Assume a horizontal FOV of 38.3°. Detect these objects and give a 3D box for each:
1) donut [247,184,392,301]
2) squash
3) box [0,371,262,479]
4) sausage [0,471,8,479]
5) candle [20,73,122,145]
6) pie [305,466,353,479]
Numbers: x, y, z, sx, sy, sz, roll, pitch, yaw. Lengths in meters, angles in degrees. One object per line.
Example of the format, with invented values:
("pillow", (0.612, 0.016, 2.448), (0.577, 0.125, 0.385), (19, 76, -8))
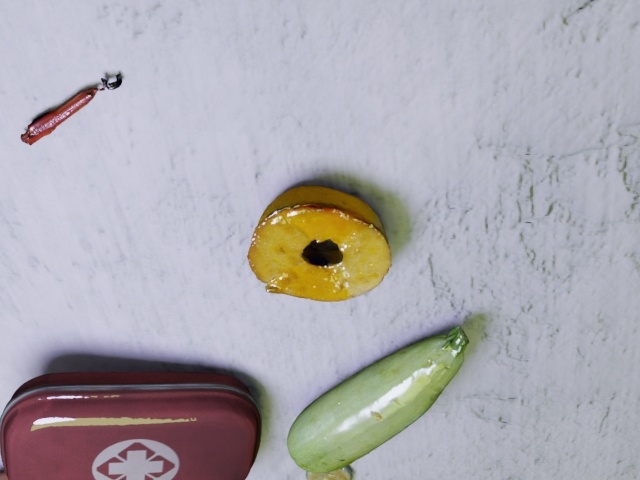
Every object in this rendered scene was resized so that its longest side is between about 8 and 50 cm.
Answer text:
("donut", (0.000, 0.001, 1.222), (0.190, 0.074, 0.174), (4, 129, -3))
("squash", (0.092, 0.243, 1.394), (0.118, 0.118, 0.370), (38, 120, -24))
("box", (-0.294, 0.315, 1.447), (0.404, 0.108, 0.263), (0, 129, -12))
("sausage", (-0.630, 0.481, 1.651), (0.419, 0.094, 0.094), (-20, 109, 8))
("candle", (-0.313, -0.164, 1.146), (0.167, 0.021, 0.026), (-27, 123, 26))
("pie", (0.014, 0.409, 1.601), (0.084, 0.020, 0.084), (4, 129, 5))
